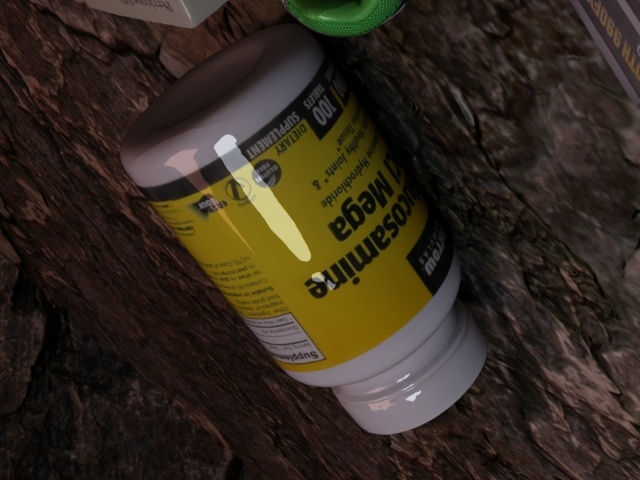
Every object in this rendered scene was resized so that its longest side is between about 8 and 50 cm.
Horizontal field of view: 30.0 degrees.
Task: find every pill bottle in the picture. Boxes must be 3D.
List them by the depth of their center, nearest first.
[{"bbox_3d":[0.000,0.000,1.011,0.334,0.188,0.188,54,157,-23],"label":"pill bottle"}]

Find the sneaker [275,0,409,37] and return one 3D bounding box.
[{"bbox_3d":[-0.053,-0.245,0.560,0.343,0.134,0.146,47,-162,-19],"label":"sneaker"}]

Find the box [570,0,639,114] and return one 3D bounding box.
[{"bbox_3d":[0.179,-0.116,0.519,0.183,0.056,0.231,84,166,-58],"label":"box"}]

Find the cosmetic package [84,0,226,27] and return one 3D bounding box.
[{"bbox_3d":[-0.150,-0.305,0.805,0.153,0.129,0.296,18,147,46],"label":"cosmetic package"}]
